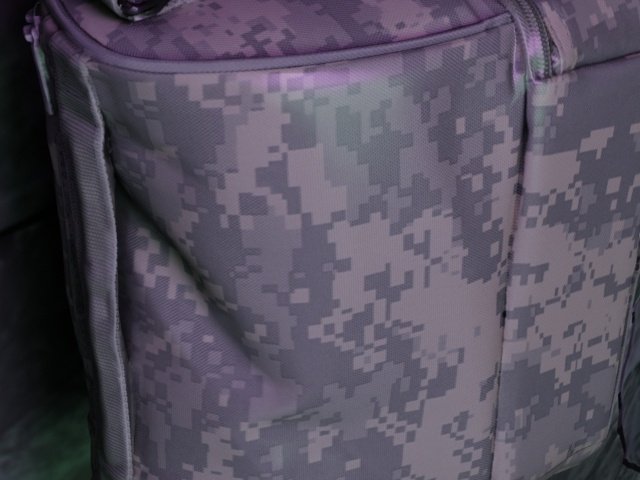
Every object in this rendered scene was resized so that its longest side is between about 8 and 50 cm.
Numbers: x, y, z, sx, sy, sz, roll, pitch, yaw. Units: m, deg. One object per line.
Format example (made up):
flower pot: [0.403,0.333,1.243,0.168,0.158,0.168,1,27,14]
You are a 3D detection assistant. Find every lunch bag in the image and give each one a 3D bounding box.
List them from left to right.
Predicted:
lunch bag: [0.000,0.000,0.540,0.256,0.212,0.305,-21,127,-35]
